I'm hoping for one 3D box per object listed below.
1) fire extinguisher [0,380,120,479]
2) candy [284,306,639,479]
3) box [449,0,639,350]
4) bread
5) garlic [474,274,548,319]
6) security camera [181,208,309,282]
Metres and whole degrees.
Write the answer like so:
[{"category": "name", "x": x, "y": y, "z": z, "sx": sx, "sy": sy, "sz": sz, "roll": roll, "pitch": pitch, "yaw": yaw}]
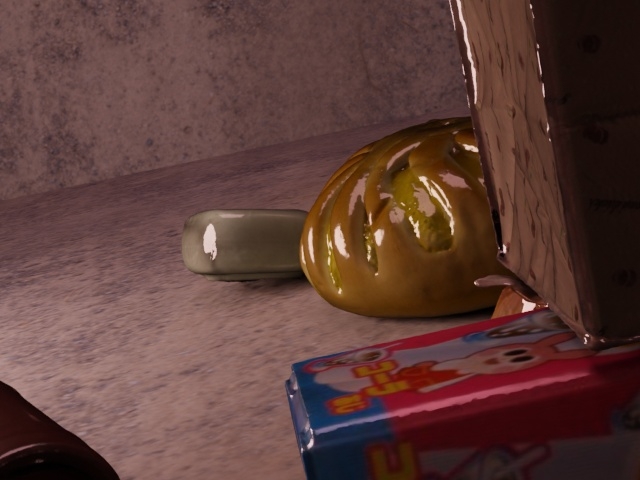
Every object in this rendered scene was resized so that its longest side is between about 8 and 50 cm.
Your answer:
[{"category": "fire extinguisher", "x": -0.229, "y": 0.146, "z": 0.884, "sx": 0.138, "sy": 0.102, "sz": 0.344, "roll": -18, "pitch": 11, "yaw": -23}, {"category": "candy", "x": 0.141, "y": 0.095, "z": 0.755, "sx": 0.306, "sy": 0.100, "sz": 0.157, "roll": -13, "pitch": 8, "yaw": -3}, {"category": "box", "x": 0.190, "y": -0.088, "z": 0.798, "sx": 0.190, "sy": 0.225, "sz": 0.297, "roll": -11, "pitch": 8, "yaw": 1}, {"category": "bread", "x": 0.121, "y": -0.032, "z": 1.333, "sx": 0.333, "sy": 0.160, "sz": 0.333, "roll": -13, "pitch": 9, "yaw": 2}, {"category": "garlic", "x": 0.150, "y": 0.068, "z": 0.925, "sx": 0.124, "sy": 0.099, "sz": 0.174, "roll": 0, "pitch": 7, "yaw": -11}, {"category": "security camera", "x": 0.000, "y": 0.000, "z": 1.559, "sx": 0.302, "sy": 0.080, "sz": 0.157, "roll": -4, "pitch": -1, "yaw": -17}]
